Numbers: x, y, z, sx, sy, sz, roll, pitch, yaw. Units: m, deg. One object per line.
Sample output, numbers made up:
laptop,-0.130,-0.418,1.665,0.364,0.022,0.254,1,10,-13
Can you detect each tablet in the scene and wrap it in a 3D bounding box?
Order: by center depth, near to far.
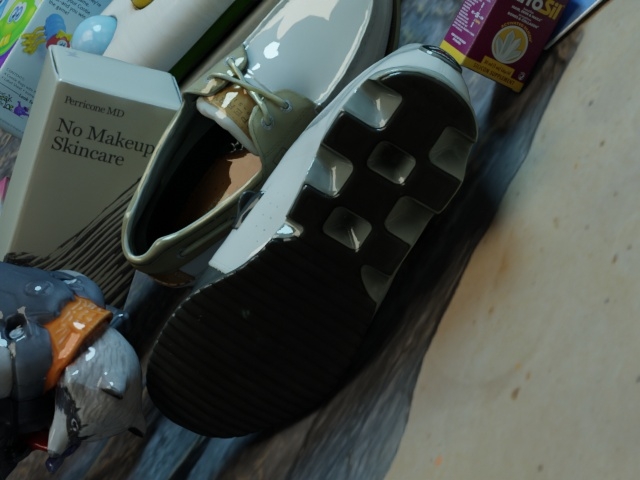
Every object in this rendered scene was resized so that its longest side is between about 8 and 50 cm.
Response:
tablet,0.181,-0.174,1.239,0.083,0.006,0.054,-42,34,27

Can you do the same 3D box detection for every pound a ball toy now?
pound a ball toy,-0.093,-0.196,1.533,0.319,0.136,0.208,-43,33,24

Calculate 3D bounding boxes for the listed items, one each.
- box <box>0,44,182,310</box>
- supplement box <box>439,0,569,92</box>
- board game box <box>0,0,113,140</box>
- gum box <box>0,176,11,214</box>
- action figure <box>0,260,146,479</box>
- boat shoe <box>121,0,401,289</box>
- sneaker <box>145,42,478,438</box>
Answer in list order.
box,-0.203,-0.011,1.456,0.094,0.113,0.275,-114,39,-63
supplement box,0.130,-0.154,1.236,0.083,0.055,0.043,-63,27,12
board game box,-0.229,-0.219,1.744,0.275,0.144,0.142,-58,30,-2
gum box,-0.323,0.045,1.715,0.107,0.062,0.188,-34,37,35
action figure,-0.284,0.084,1.257,0.341,0.330,0.178,-61,-18,-51
boat shoe,-0.045,-0.090,1.360,0.113,0.103,0.302,36,101,25
sneaker,0.000,0.000,1.257,0.330,0.122,0.146,-50,11,20
